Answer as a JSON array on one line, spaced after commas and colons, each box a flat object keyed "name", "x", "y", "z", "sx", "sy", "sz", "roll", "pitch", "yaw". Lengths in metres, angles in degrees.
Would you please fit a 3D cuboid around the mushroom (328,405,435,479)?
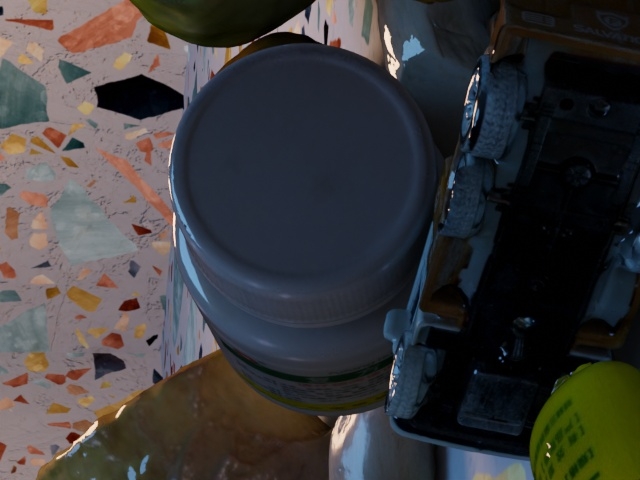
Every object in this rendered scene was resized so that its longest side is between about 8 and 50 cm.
[{"name": "mushroom", "x": 0.058, "y": 0.217, "z": 1.446, "sx": 0.097, "sy": 0.088, "sz": 0.212, "roll": -25, "pitch": 66, "yaw": 42}]

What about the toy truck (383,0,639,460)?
[{"name": "toy truck", "x": 0.125, "y": -0.013, "z": 1.013, "sx": 0.184, "sy": 0.133, "sz": 0.338, "roll": -83, "pitch": 5, "yaw": -50}]

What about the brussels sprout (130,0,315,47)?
[{"name": "brussels sprout", "x": -0.090, "y": -0.390, "z": 1.707, "sx": 0.361, "sy": 0.342, "sz": 0.425, "roll": 63, "pitch": -161, "yaw": -47}]

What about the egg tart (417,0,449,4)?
[{"name": "egg tart", "x": 0.097, "y": -0.226, "z": 0.918, "sx": 0.129, "sy": 0.341, "sz": 0.341, "roll": 55, "pitch": 180, "yaw": -18}]

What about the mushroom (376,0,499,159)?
[{"name": "mushroom", "x": 0.090, "y": -0.171, "z": 1.306, "sx": 0.096, "sy": 0.108, "sz": 0.247, "roll": -40, "pitch": 43, "yaw": 31}]

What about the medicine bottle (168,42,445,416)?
[{"name": "medicine bottle", "x": 0.000, "y": 0.000, "z": 1.258, "sx": 0.339, "sy": 0.208, "sz": 0.208, "roll": 77, "pitch": -169, "yaw": -73}]

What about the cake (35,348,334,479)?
[{"name": "cake", "x": -0.105, "y": 0.312, "z": 1.864, "sx": 0.321, "sy": 0.332, "sz": 0.332, "roll": 57, "pitch": 160, "yaw": 12}]

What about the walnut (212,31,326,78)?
[{"name": "walnut", "x": -0.026, "y": -0.097, "z": 1.658, "sx": 0.336, "sy": 0.209, "sz": 0.209, "roll": -92, "pitch": 8, "yaw": -60}]

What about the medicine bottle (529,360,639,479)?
[{"name": "medicine bottle", "x": 0.174, "y": 0.188, "z": 0.854, "sx": 0.309, "sy": 0.076, "sz": 0.111, "roll": -105, "pitch": 17, "yaw": -54}]
